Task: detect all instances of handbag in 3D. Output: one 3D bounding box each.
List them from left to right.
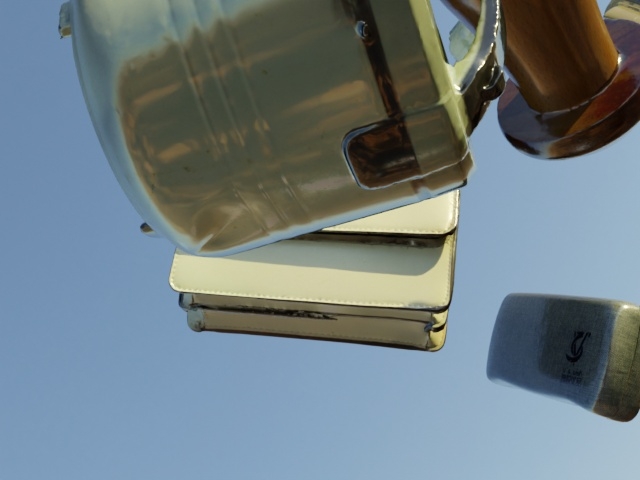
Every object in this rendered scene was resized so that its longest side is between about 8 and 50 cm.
[{"bbox_3d":[0.000,0.000,1.276,0.160,0.358,0.237,81,-165,-59],"label":"handbag"}]

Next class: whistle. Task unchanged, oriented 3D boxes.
[{"bbox_3d":[0.263,-0.340,1.360,0.258,0.067,0.126,-49,-3,21],"label":"whistle"}]

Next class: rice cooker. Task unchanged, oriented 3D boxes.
[{"bbox_3d":[-0.011,-0.111,0.586,0.244,0.226,0.226,-19,-32,13],"label":"rice cooker"}]

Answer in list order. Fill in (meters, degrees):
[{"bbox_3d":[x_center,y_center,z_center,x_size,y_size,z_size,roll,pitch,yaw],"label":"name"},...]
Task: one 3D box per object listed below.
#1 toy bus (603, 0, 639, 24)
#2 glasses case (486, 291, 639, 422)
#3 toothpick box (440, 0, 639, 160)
[{"bbox_3d":[0.564,-0.383,1.363,0.202,0.177,0.365,30,-84,-42],"label":"toy bus"},{"bbox_3d":[0.295,0.132,1.174,0.074,0.323,0.131,15,-94,-12],"label":"glasses case"},{"bbox_3d":[0.239,-0.222,1.019,0.192,0.192,0.294,-47,-56,-9],"label":"toothpick box"}]
